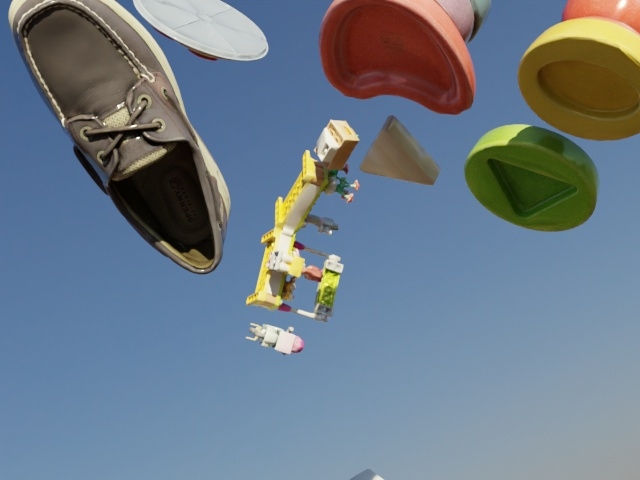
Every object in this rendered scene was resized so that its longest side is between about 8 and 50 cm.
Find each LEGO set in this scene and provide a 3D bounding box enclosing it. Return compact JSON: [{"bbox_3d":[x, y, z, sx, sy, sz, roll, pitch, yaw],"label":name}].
[{"bbox_3d":[0.000,0.000,1.227,0.107,0.287,0.132,19,4,-18],"label":"LEGO set"}]

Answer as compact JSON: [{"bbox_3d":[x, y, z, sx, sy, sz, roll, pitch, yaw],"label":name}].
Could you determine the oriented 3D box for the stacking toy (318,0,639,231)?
[{"bbox_3d":[0.166,-0.157,0.961,0.279,0.308,0.130,83,-150,-56],"label":"stacking toy"}]

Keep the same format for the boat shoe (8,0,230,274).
[{"bbox_3d":[-0.152,-0.085,0.839,0.102,0.092,0.285,-28,-52,0],"label":"boat shoe"}]

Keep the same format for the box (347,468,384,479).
[{"bbox_3d":[0.057,0.427,1.357,0.182,0.119,0.181,-25,25,-25],"label":"box"}]

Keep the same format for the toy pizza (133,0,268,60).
[{"bbox_3d":[-0.170,-0.300,1.426,0.201,0.201,0.032,-2,-49,-42],"label":"toy pizza"}]
